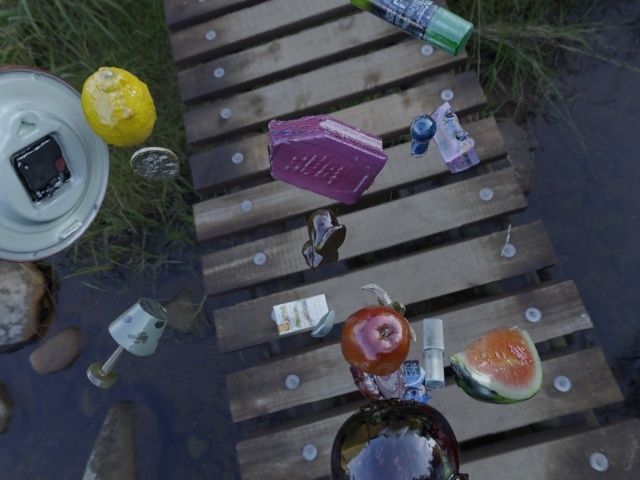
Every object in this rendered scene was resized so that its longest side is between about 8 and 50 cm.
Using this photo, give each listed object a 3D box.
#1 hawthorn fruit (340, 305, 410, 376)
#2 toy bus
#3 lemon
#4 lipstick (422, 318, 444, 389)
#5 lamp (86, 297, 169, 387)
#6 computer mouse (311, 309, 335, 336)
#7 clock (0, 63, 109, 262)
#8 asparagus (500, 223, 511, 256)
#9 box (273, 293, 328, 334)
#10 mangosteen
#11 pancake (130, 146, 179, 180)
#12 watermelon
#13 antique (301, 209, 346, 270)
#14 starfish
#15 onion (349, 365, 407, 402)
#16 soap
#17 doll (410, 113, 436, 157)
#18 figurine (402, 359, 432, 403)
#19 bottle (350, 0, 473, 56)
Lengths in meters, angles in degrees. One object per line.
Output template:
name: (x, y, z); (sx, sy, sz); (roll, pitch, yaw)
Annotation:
hawthorn fruit: (0.139, 0.245, 1.127); (0.189, 0.189, 0.189); (-2, 78, 10)
toy bus: (0.452, -0.359, 1.583); (0.112, 0.090, 0.274); (-29, 45, 22)
lemon: (-0.334, -0.221, 0.761); (0.114, 0.155, 0.114); (3, 69, -8)
lipstick: (0.400, 0.398, 1.620); (0.077, 0.079, 0.253); (1, 41, 12)
lamp: (-0.449, 0.241, 1.072); (0.121, 0.121, 0.215); (39, 95, 15)
computer mouse: (0.015, 0.216, 1.172); (0.032, 0.110, 0.056); (47, 117, -2)
clock: (-0.473, -0.120, 0.755); (0.080, 0.318, 0.319); (13, 81, 18)
asparagus: (0.745, -0.005, 1.834); (0.016, 0.016, 0.163); (4, 58, 39)
box: (-0.075, 0.305, 1.891); (0.220, 0.032, 0.122); (-12, 81, -16)
mangosteen: (0.147, 0.420, 0.794); (0.231, 0.231, 0.289); (-26, 66, 4)
pancake: (-0.518, -0.237, 1.437); (0.151, 0.152, 0.025); (-20, 58, 6)
watermelon: (0.304, 0.208, 0.765); (0.063, 0.245, 0.119); (-33, 68, 49)
antique: (0.000, 0.000, 1.707); (0.121, 0.257, 0.143); (-22, 54, -31)
starfish: (0.203, 0.230, 1.351); (0.062, 0.277, 0.236); (-24, 84, -26)
onion: (0.213, 0.531, 1.711); (0.146, 0.314, 0.280); (-26, 79, 19)
soap: (-0.002, -0.185, 0.999); (0.249, 0.162, 0.099); (16, 46, -23)
doll: (0.339, -0.354, 1.528); (0.085, 0.152, 0.114); (29, 53, 25)
figurine: (0.269, 0.416, 1.310); (0.077, 0.079, 0.136); (-10, 101, 28)
bottle: (0.237, -0.600, 1.208); (0.330, 0.093, 0.093); (34, 86, 11)
